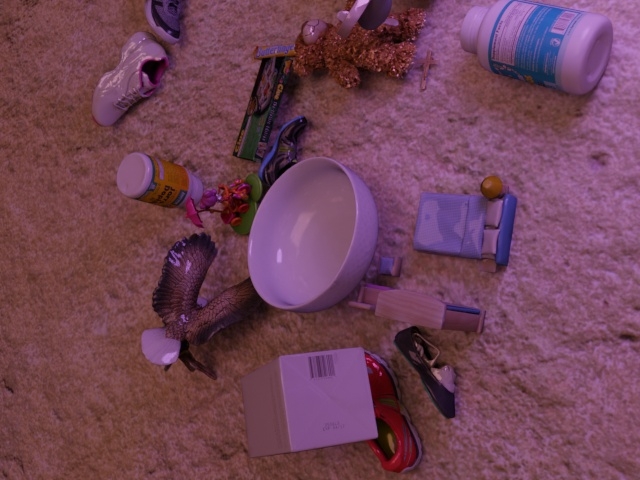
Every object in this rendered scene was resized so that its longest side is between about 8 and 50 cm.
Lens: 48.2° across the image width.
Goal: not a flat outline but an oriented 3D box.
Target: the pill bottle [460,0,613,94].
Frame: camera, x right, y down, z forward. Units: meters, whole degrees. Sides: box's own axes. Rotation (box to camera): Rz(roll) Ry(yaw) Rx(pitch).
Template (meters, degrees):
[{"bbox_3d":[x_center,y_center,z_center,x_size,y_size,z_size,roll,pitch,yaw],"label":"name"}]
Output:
[{"bbox_3d":[0.401,-0.377,1.361,0.264,0.146,0.146,27,97,35],"label":"pill bottle"}]

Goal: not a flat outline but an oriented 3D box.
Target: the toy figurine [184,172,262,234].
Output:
[{"bbox_3d":[-0.241,-0.086,1.707,0.130,0.159,0.173,58,132,27],"label":"toy figurine"}]

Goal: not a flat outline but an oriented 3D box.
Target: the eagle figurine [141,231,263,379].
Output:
[{"bbox_3d":[-0.294,0.158,1.716,0.298,0.226,0.225,-57,37,18],"label":"eagle figurine"}]

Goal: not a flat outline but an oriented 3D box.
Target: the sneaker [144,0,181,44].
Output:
[{"bbox_3d":[-0.411,-0.685,1.988,0.153,0.101,0.268,-30,64,29],"label":"sneaker"}]

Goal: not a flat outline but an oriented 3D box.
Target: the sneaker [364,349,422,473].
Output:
[{"bbox_3d":[0.110,0.337,1.449,0.107,0.118,0.279,-41,62,20],"label":"sneaker"}]

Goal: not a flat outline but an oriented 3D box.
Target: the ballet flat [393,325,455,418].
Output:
[{"bbox_3d":[0.221,0.253,1.421,0.074,0.074,0.203,-45,58,20],"label":"ballet flat"}]

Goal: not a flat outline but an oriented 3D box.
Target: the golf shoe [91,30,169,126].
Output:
[{"bbox_3d":[-0.542,-0.439,2.032,0.140,0.115,0.306,44,107,28],"label":"golf shoe"}]

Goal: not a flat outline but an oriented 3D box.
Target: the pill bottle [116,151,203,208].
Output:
[{"bbox_3d":[-0.403,-0.145,1.824,0.117,0.208,0.117,-7,77,33],"label":"pill bottle"}]

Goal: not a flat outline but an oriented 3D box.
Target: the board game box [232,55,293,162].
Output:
[{"bbox_3d":[-0.144,-0.323,1.761,0.136,0.030,0.260,22,95,57],"label":"board game box"}]

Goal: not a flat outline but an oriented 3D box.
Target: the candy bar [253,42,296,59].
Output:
[{"bbox_3d":[-0.104,-0.475,1.797,0.161,0.018,0.040,6,85,34],"label":"candy bar"}]

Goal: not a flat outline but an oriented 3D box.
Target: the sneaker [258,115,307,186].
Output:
[{"bbox_3d":[-0.077,-0.211,1.714,0.078,0.067,0.188,31,100,15],"label":"sneaker"}]

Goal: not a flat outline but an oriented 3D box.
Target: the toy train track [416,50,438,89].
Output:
[{"bbox_3d":[0.231,-0.369,1.556,0.048,0.014,0.083,12,94,28],"label":"toy train track"}]

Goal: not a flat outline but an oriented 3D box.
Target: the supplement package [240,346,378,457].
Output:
[{"bbox_3d":[-0.035,0.331,1.435,0.293,0.177,0.175,138,125,-62],"label":"supplement package"}]

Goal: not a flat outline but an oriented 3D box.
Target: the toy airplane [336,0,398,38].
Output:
[{"bbox_3d":[0.174,-0.612,1.460,0.386,0.272,0.384,-37,31,26],"label":"toy airplane"}]

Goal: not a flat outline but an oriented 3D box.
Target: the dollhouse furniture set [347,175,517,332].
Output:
[{"bbox_3d":[0.198,0.007,1.400,0.286,0.198,0.303,9,86,35],"label":"dollhouse furniture set"}]

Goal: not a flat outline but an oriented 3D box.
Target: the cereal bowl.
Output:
[{"bbox_3d":[0.000,0.000,1.548,0.339,0.141,0.339,-21,58,39],"label":"cereal bowl"}]

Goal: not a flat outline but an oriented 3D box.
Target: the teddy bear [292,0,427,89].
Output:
[{"bbox_3d":[0.078,-0.453,1.615,0.338,0.113,0.245,29,96,34],"label":"teddy bear"}]
